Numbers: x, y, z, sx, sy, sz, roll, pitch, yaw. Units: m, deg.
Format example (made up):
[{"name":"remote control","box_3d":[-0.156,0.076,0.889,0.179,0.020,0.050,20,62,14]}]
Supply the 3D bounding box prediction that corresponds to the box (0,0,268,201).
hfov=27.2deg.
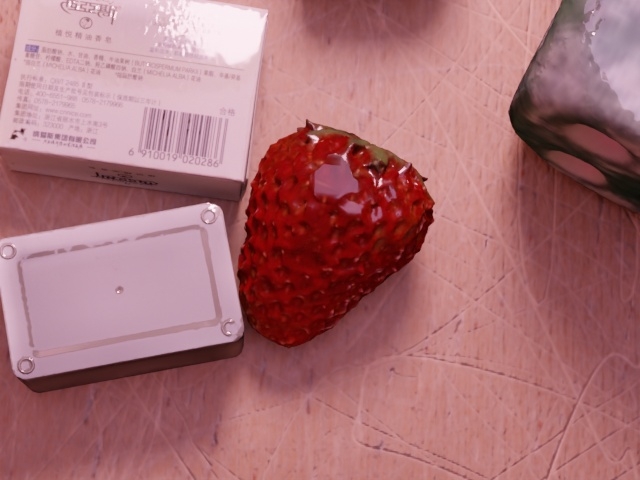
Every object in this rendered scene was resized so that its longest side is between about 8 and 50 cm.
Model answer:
[{"name":"box","box_3d":[-0.207,-0.167,1.482,0.274,0.116,0.203,7,79,-3]}]

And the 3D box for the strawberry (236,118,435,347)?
[{"name":"strawberry","box_3d":[0.000,0.000,1.449,0.205,0.205,0.244,28,96,1]}]

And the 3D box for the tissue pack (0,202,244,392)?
[{"name":"tissue pack","box_3d":[-0.214,0.062,1.430,0.246,0.136,0.159,-9,80,-6]}]

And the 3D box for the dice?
[{"name":"dice","box_3d":[0.411,-0.198,1.409,0.328,0.348,0.330,27,84,5]}]
